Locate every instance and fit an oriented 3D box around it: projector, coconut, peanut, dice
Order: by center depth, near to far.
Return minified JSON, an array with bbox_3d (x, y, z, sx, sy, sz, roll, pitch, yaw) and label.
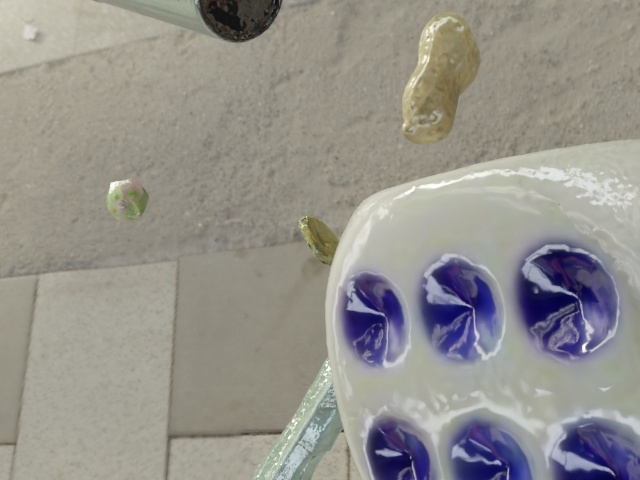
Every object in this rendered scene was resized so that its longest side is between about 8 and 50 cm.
[{"bbox_3d":[0.200,0.090,0.569,0.276,0.304,0.304,-11,86,41],"label":"dice"},{"bbox_3d":[-0.183,-0.303,0.783,0.337,0.108,0.108,30,84,42],"label":"projector"},{"bbox_3d":[-0.354,-0.074,1.275,0.081,0.082,0.083,42,119,22],"label":"coconut"},{"bbox_3d":[0.222,-0.294,1.276,0.123,0.123,0.257,11,79,23],"label":"peanut"}]

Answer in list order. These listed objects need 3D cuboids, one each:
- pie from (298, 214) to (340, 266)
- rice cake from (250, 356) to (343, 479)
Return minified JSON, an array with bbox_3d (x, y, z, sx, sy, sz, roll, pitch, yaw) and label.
[{"bbox_3d":[0.000,0.000,0.921,0.020,0.084,0.084,-40,63,20],"label":"pie"},{"bbox_3d":[-0.038,0.308,0.980,0.336,0.066,0.063,-57,26,-3],"label":"rice cake"}]
